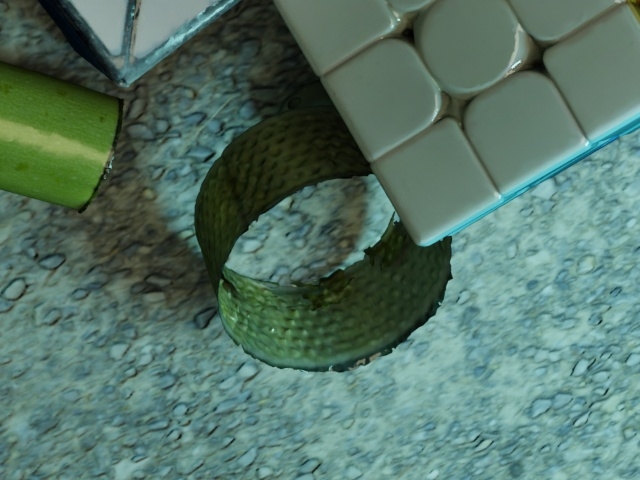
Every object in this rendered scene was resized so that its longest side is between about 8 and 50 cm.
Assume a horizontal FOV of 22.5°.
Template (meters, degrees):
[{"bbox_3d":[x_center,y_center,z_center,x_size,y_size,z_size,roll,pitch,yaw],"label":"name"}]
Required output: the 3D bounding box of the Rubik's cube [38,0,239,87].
[{"bbox_3d":[-0.191,-0.335,1.571,0.255,0.259,0.260,-39,115,-6],"label":"Rubik's cube"}]

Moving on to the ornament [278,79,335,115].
[{"bbox_3d":[0.022,-0.159,1.800,0.156,0.081,0.075,-40,78,-7],"label":"ornament"}]

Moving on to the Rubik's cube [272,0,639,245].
[{"bbox_3d":[0.174,-0.198,1.591,0.290,0.292,0.291,-32,85,17],"label":"Rubik's cube"}]

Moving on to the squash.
[{"bbox_3d":[-0.337,-0.124,1.654,0.247,0.132,0.132,19,99,-22],"label":"squash"}]

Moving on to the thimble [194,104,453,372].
[{"bbox_3d":[0.000,0.000,1.754,0.271,0.150,0.270,-10,130,-12],"label":"thimble"}]
